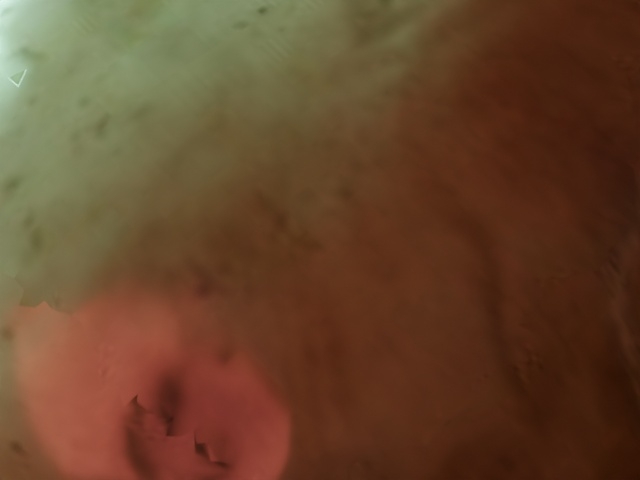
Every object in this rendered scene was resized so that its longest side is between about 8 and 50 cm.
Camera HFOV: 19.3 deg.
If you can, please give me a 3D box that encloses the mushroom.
[{"bbox_3d":[0.000,0.000,0.441,0.255,0.255,0.184,44,155,30],"label":"mushroom"}]
